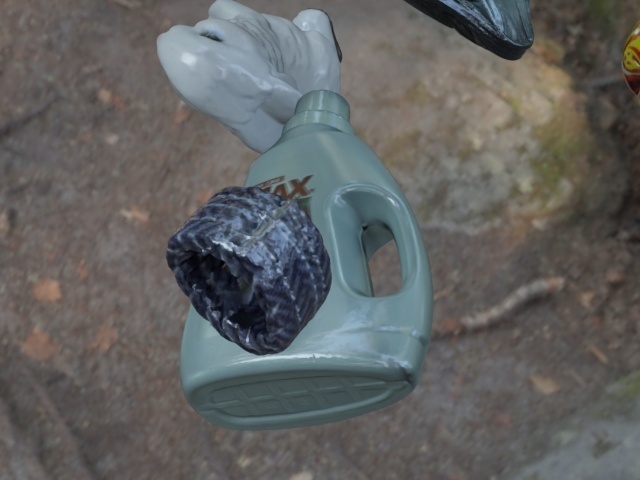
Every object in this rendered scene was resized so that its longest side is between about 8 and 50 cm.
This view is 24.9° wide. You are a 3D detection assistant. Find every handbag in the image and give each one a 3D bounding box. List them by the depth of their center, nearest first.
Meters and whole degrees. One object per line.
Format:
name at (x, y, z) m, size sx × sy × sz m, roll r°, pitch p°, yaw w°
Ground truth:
handbag at (0.135, -0.344, 1.728) m, size 0.332 × 0.075 × 0.192 m, roll 28°, pitch 41°, yaw -19°

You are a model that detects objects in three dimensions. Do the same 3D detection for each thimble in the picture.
thimble at (-0.046, 0.019, 0.934) m, size 0.095 × 0.104 × 0.066 m, roll 22°, pitch 53°, yaw 25°

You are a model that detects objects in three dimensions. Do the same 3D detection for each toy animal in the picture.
toy animal at (-0.087, -0.209, 1.948) m, size 0.258 × 0.194 × 0.357 m, roll 58°, pitch 18°, yaw -2°

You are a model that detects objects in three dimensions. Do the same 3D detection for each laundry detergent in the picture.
laundry detergent at (0.000, 0.000, 1.543) m, size 0.125 × 0.264 × 0.398 m, roll 56°, pitch 32°, yaw -44°

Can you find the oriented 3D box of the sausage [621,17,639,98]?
sausage at (0.309, -0.181, 1.220) m, size 0.083 × 0.083 × 0.264 m, roll 38°, pitch 38°, yaw 3°
